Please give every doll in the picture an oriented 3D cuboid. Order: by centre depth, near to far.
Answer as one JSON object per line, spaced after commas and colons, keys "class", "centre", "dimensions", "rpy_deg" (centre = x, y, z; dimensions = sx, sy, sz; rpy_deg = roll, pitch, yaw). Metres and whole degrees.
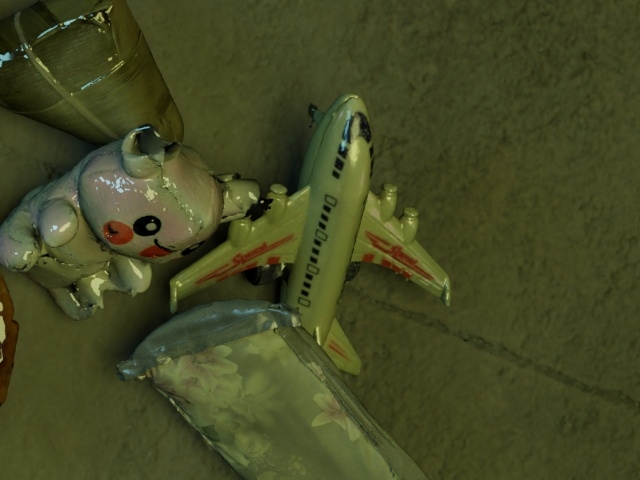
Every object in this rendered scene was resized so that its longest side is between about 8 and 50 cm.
{"class": "doll", "centre": [-0.150, -0.017, 1.464], "dimensions": [0.192, 0.095, 0.149], "rpy_deg": [-24, 146, 20]}

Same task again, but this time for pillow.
{"class": "pillow", "centre": [-0.033, 0.139, 1.544], "dimensions": [0.169, 0.059, 0.255], "rpy_deg": [-23, 123, 22]}

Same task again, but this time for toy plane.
{"class": "toy plane", "centre": [0.000, 0.000, 1.553], "dimensions": [0.242, 0.104, 0.256], "rpy_deg": [-1, 110, -22]}

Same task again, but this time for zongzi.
{"class": "zongzi", "centre": [-0.205, -0.103, 1.483], "dimensions": [0.176, 0.078, 0.160], "rpy_deg": [-24, 120, 3]}

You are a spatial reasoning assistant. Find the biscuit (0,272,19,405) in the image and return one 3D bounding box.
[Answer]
{"class": "biscuit", "centre": [-0.379, 0.051, 1.408], "dimensions": [0.289, 0.081, 0.334], "rpy_deg": [-27, 107, -15]}
